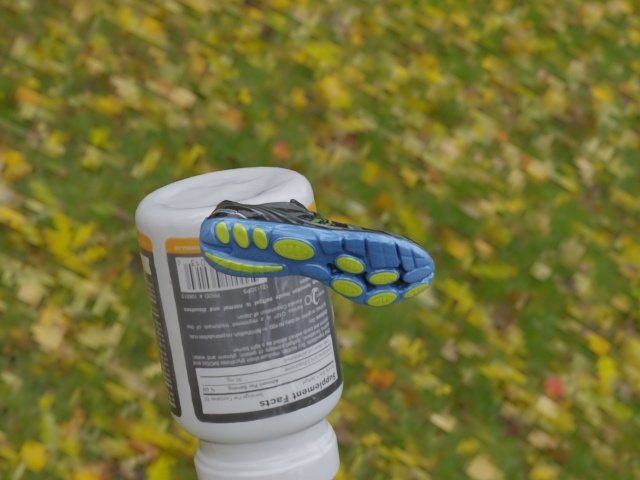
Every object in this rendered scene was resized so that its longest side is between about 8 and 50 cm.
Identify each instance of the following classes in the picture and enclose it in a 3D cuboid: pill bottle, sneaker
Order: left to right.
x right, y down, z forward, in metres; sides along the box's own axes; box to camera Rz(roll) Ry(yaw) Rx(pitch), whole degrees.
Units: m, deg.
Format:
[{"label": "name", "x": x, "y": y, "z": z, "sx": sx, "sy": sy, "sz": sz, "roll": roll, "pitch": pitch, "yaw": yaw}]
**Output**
[{"label": "pill bottle", "x": -0.067, "y": 0.085, "z": 1.781, "sx": 0.162, "sy": 0.278, "sz": 0.162, "roll": -8, "pitch": 16, "yaw": 2}, {"label": "sneaker", "x": 0.000, "y": 0.000, "z": 1.559, "sx": 0.188, "sy": 0.067, "sz": 0.078, "roll": 11, "pitch": 33, "yaw": -3}]
